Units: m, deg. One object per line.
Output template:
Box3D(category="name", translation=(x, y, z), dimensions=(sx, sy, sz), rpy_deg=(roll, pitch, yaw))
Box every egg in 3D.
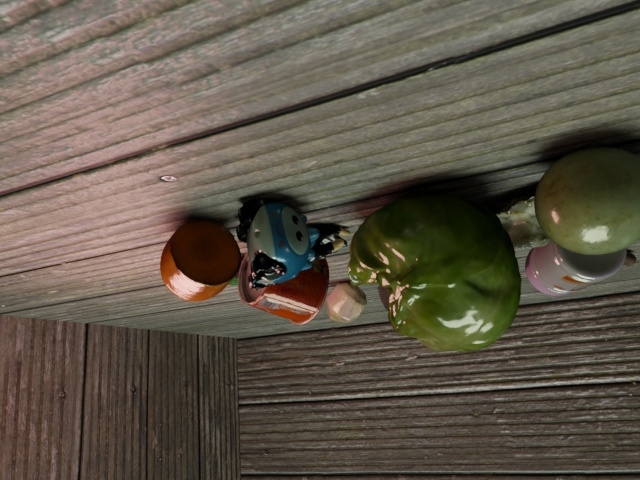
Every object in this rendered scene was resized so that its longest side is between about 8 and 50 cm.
Box3D(category="egg", translation=(0.582, -0.083, 1.128), dimensions=(0.295, 0.218, 0.218), rpy_deg=(-6, 167, -27))

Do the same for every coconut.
Box3D(category="coconut", translation=(0.105, 0.276, 2.354), dimensions=(0.171, 0.183, 0.171), rpy_deg=(32, -170, -6))

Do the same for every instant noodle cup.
Box3D(category="instant noodle cup", translation=(-0.120, 0.119, 1.671), dimensions=(0.192, 0.250, 0.250), rpy_deg=(18, 155, -35))

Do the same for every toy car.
Box3D(category="toy car", translation=(-0.099, 0.006, 1.343), dimensions=(0.190, 0.188, 0.255), rpy_deg=(-11, 162, -12))

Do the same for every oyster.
Box3D(category="oyster", translation=(0.514, -0.065, 1.442), dimensions=(0.204, 0.111, 0.396), rpy_deg=(22, 156, -21))

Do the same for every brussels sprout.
Box3D(category="brussels sprout", translation=(0.291, 0.052, 1.334), dimensions=(0.342, 0.425, 0.361), rpy_deg=(-45, 167, -40))

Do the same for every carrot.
Box3D(category="carrot", translation=(-0.324, 0.057, 1.461), dimensions=(0.193, 0.214, 0.331), rpy_deg=(30, 152, -10))

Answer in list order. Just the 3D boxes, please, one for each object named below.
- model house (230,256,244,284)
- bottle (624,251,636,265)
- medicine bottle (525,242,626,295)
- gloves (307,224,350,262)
Box3D(category="model house", translation=(-0.256, 0.097, 1.810), dimensions=(0.167, 0.088, 0.117), rpy_deg=(4, 163, -23))
Box3D(category="bottle", translation=(1.180, 0.067, 2.134), dimensions=(0.140, 0.053, 0.053), rpy_deg=(11, 158, -42))
Box3D(category="medicine bottle", translation=(0.781, 0.054, 1.707), dimensions=(0.202, 0.202, 0.316), rpy_deg=(-5, 165, 3))
Box3D(category="gloves", translation=(-0.002, -0.002, 1.544), dimensions=(0.181, 0.106, 0.129), rpy_deg=(-29, 175, -21))
